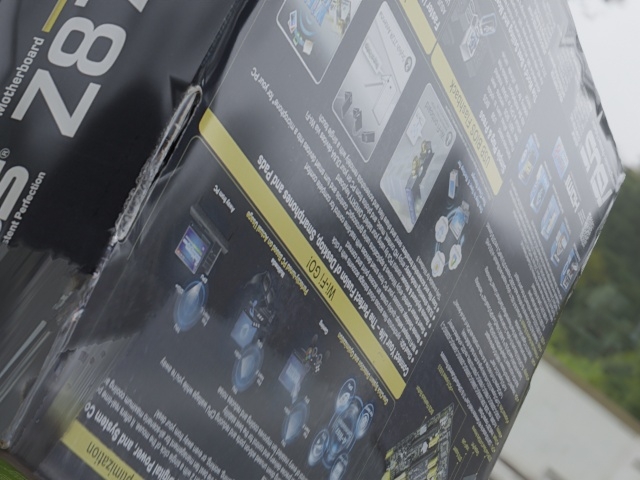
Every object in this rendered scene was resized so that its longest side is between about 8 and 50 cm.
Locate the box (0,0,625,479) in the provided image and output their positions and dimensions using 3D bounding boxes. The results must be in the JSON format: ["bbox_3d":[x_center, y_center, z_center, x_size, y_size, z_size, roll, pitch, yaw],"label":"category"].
[{"bbox_3d":[0.000,0.000,0.726,0.097,0.318,0.395,16,-20,25],"label":"box"}]
